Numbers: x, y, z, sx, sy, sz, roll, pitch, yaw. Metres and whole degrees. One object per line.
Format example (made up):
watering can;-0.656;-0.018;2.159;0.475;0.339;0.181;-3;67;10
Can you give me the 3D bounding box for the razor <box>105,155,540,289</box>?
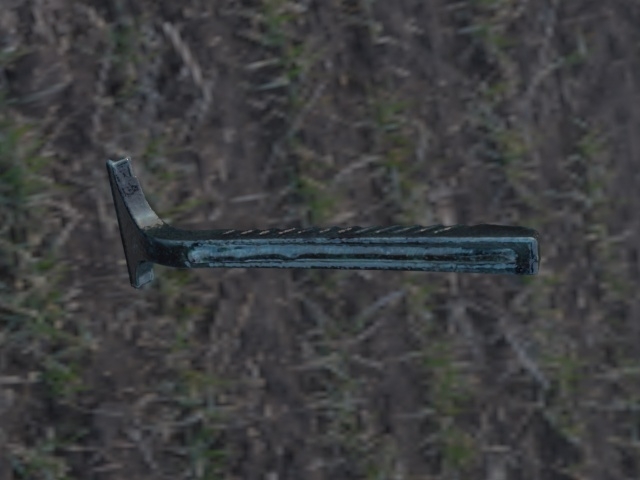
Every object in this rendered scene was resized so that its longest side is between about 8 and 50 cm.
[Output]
razor;-0.002;0.003;0.780;0.033;0.190;0.066;-63;152;-55
